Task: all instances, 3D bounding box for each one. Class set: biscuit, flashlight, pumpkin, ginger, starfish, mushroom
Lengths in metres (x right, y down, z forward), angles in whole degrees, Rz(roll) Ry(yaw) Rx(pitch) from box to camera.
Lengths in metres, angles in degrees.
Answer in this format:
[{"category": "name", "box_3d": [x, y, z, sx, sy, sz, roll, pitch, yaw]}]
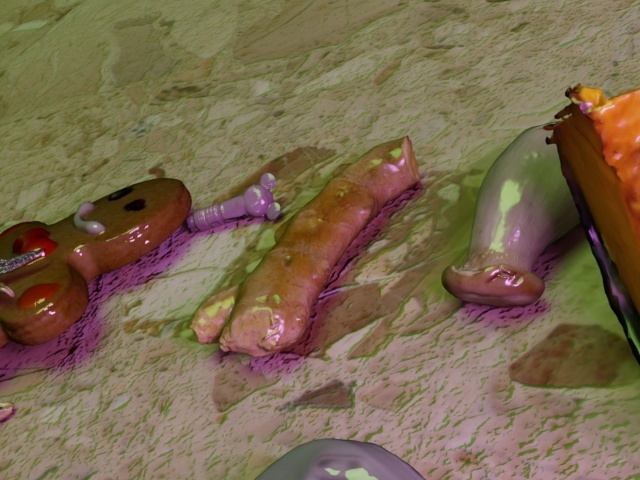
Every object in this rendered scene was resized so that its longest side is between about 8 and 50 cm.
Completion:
[{"category": "biscuit", "box_3d": [-0.334, 0.042, 1.385, 0.432, 0.064, 0.283, -32, 25, -6]}, {"category": "flashlight", "box_3d": [-0.091, -0.032, 1.382, 0.110, 0.031, 0.052, -18, 72, 22]}, {"category": "pumpkin", "box_3d": [0.303, -0.002, 0.877, 0.225, 0.256, 0.303, -19, 58, 5]}, {"category": "ginger", "box_3d": [0.001, 0.003, 1.244, 0.118, 0.065, 0.299, 15, 50, 40]}, {"category": "starfish", "box_3d": [-0.345, 0.023, 1.324, 0.133, 0.041, 0.130, -1, 39, -11]}, {"category": "mushroom", "box_3d": [0.183, -0.027, 1.139, 0.097, 0.088, 0.212, 26, 61, 12]}]

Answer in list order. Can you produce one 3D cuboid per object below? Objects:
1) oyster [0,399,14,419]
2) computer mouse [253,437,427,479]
[{"category": "oyster", "box_3d": [-0.391, 0.184, 1.290, 0.146, 0.045, 0.122, -44, 37, -25]}, {"category": "computer mouse", "box_3d": [0.037, 0.262, 0.853, 0.197, 0.095, 0.331, -42, 46, -6]}]
